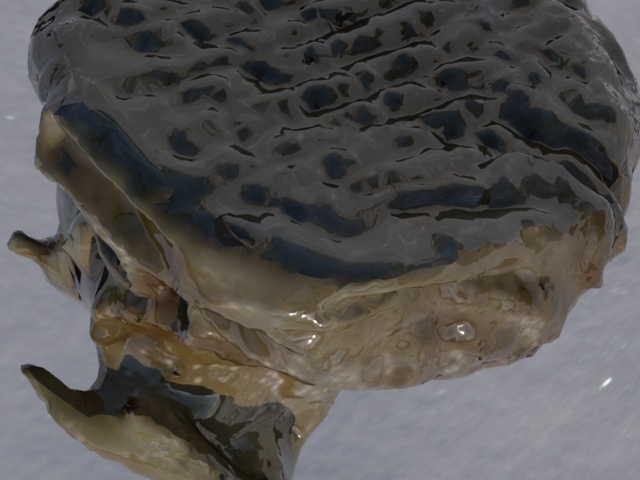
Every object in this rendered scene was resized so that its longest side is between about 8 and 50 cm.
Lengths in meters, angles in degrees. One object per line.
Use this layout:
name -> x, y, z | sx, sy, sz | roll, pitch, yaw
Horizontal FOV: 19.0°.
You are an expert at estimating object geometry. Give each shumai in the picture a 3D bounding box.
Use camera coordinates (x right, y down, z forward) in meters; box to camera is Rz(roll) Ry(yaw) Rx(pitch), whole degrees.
shumai -> 0.000, 0.000, 0.887 | 0.267, 0.314, 0.262 | 30, 135, 15
